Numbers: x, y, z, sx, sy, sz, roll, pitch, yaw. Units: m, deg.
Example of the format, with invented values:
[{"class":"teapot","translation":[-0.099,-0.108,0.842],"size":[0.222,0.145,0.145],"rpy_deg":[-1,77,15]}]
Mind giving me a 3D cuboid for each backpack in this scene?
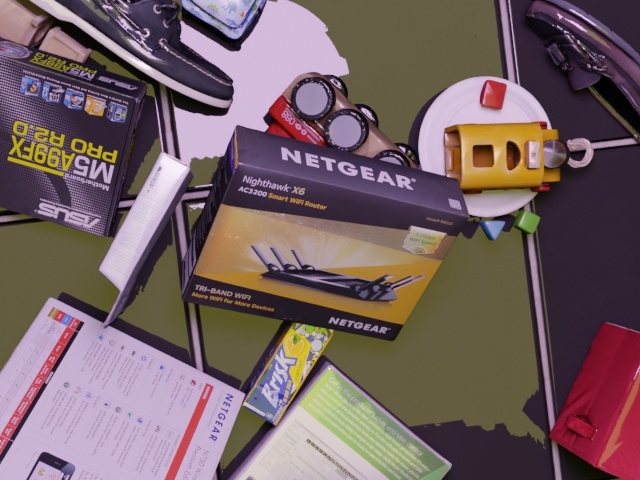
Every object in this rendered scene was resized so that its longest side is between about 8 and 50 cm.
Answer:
[{"class":"backpack","translation":[-0.124,-0.342,1.385],"size":[0.105,0.084,0.114],"rpy_deg":[32,86,-8]}]

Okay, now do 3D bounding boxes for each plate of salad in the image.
[{"class":"plate of salad","translation":[0.235,-0.133,1.446],"size":[0.200,0.048,0.199],"rpy_deg":[0,91,-8]}]

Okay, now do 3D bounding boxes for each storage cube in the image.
[{"class":"storage cube","translation":[0.466,0.244,1.413],"size":[0.215,0.184,0.193],"rpy_deg":[26,88,-6]}]

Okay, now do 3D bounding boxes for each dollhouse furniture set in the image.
[{"class":"dollhouse furniture set","translation":[-0.416,-0.253,1.372],"size":[0.182,0.101,0.161],"rpy_deg":[35,113,-8]}]

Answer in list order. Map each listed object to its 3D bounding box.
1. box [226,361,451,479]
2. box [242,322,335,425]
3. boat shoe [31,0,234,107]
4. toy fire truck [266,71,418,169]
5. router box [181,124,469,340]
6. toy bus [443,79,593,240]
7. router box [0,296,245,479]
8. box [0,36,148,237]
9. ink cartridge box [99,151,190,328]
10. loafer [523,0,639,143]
[{"class":"box","translation":[-0.004,0.366,1.434],"size":[0.232,0.058,0.322],"rpy_deg":[41,89,-6]},{"class":"box","translation":[-0.044,0.171,1.423],"size":[0.059,0.054,0.168],"rpy_deg":[32,88,-6]},{"class":"boat shoe","translation":[-0.244,-0.301,1.337],"size":[0.340,0.127,0.113],"rpy_deg":[32,102,-9]},{"class":"toy fire truck","translation":[-0.017,-0.079,1.388],"size":[0.217,0.158,0.246],"rpy_deg":[44,107,0]},{"class":"router box","translation":[0.000,0.000,1.311],"size":[0.309,0.081,0.243],"rpy_deg":[12,130,-17]},{"class":"toy bus","translation":[0.266,-0.114,1.373],"size":[0.191,0.104,0.202],"rpy_deg":[42,85,-7]},{"class":"router box","translation":[-0.287,0.269,1.277],"size":[0.301,0.335,0.082],"rpy_deg":[28,131,-6]},{"class":"box","translation":[-0.383,-0.141,1.330],"size":[0.270,0.060,0.216],"rpy_deg":[17,118,-6]},{"class":"ink cartridge box","translation":[-0.236,-0.003,1.314],"size":[0.045,0.223,0.224],"rpy_deg":[27,87,-6]},{"class":"loafer","translation":[0.405,-0.231,1.435],"size":[0.303,0.109,0.095],"rpy_deg":[34,92,-9]}]
